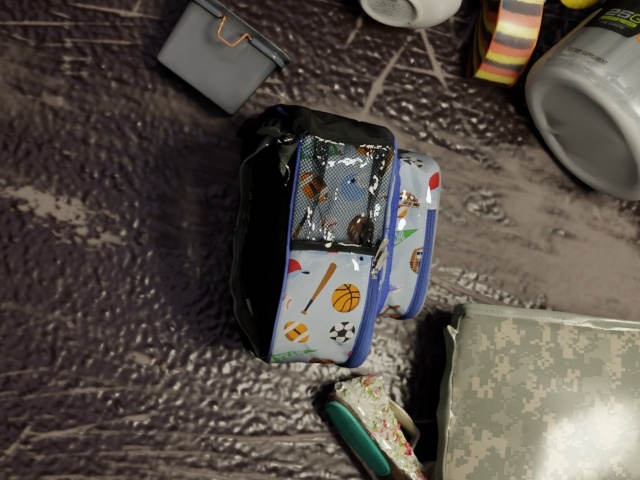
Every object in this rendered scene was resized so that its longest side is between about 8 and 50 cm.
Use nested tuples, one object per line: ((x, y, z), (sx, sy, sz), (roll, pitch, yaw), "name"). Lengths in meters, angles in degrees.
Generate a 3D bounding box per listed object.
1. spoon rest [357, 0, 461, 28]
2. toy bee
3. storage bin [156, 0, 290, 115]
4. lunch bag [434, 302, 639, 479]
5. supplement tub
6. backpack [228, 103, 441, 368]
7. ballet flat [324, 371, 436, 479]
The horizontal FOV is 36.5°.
((0.030, -0.317, 1.104), (0.276, 0.137, 0.084), (19, 70, 3), "spoon rest")
((0.225, -0.336, 1.120), (0.195, 0.162, 0.298), (-11, 88, -10), "toy bee")
((-0.114, -0.204, 1.079), (0.135, 0.098, 0.091), (36, 90, -7), "storage bin")
((0.263, 0.200, 1.076), (0.287, 0.169, 0.235), (9, 78, -7), "lunch bag")
((0.422, -0.221, 1.128), (0.338, 0.207, 0.207), (-41, 94, -12), "supplement tub")
((0.000, 0.000, 1.014), (0.213, 0.276, 0.263), (13, 96, -9), "backpack")
((0.095, 0.252, 1.093), (0.077, 0.091, 0.241), (-34, 97, -34), "ballet flat")
